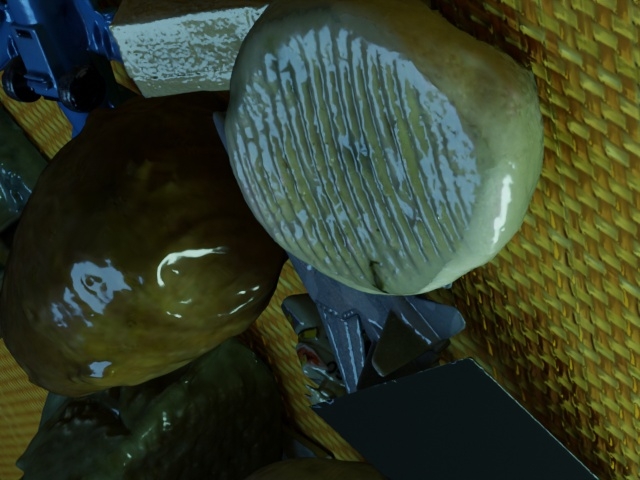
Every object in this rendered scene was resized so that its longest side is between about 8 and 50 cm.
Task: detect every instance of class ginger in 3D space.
[{"bbox_3d":[-0.156,0.007,1.577,0.223,0.269,0.200,67,-178,-54],"label":"ginger"}]

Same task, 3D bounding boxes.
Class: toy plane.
[{"bbox_3d":[0.010,-0.004,1.456,0.267,0.088,0.212,57,149,22],"label":"toy plane"},{"bbox_3d":[0.080,0.132,1.526,0.286,0.108,0.092,34,155,13],"label":"toy plane"},{"bbox_3d":[-0.226,-0.178,1.661,0.254,0.105,0.271,12,142,41],"label":"toy plane"}]

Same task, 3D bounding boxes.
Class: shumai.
[{"bbox_3d":[-0.224,0.211,1.996,0.288,0.330,0.292,32,154,35],"label":"shumai"}]

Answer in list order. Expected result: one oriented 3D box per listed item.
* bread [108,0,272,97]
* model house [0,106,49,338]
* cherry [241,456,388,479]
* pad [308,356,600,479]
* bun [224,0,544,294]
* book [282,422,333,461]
[{"bbox_3d":[-0.072,-0.168,1.441,0.152,0.105,0.077,-1,131,27],"label":"bread"},{"bbox_3d":[-0.437,0.029,2.159,0.267,0.325,0.194,49,162,9],"label":"model house"},{"bbox_3d":[0.032,0.350,1.773,0.335,0.291,0.326,-32,86,52],"label":"cherry"},{"bbox_3d":[0.124,0.174,1.424,0.164,0.004,0.243,-20,127,41],"label":"pad"},{"bbox_3d":[0.044,-0.074,1.202,0.237,0.116,0.210,-13,111,44],"label":"bun"},{"bbox_3d":[-0.029,0.240,2.074,0.199,0.016,0.138,29,150,48],"label":"book"}]
